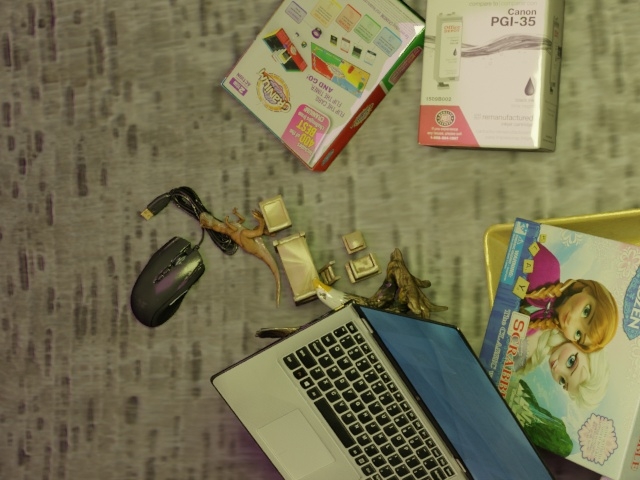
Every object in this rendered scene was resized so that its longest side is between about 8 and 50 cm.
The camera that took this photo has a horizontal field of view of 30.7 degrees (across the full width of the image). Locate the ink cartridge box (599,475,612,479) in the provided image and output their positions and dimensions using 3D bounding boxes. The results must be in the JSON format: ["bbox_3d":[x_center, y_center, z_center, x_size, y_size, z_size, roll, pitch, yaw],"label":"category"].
[{"bbox_3d":[0.493,0.397,1.724,0.168,0.232,0.171,30,101,20],"label":"ink cartridge box"}]

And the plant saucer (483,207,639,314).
[{"bbox_3d":[0.439,0.124,1.829,0.332,0.081,0.333,-6,87,23],"label":"plant saucer"}]

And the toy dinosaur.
[{"bbox_3d":[-0.117,0.004,2.084,0.211,0.064,0.112,39,114,2],"label":"toy dinosaur"}]

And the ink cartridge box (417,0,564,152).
[{"bbox_3d":[0.274,-0.287,1.875,0.207,0.117,0.283,4,92,23],"label":"ink cartridge box"}]

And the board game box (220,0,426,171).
[{"bbox_3d":[0.010,-0.316,2.015,0.242,0.064,0.316,45,106,16],"label":"board game box"}]

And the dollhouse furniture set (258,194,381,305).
[{"bbox_3d":[0.000,0.000,2.027,0.160,0.101,0.182,-20,82,-3],"label":"dollhouse furniture set"}]

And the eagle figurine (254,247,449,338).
[{"bbox_3d":[0.047,0.151,1.915,0.298,0.226,0.225,-45,74,17],"label":"eagle figurine"}]

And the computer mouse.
[{"bbox_3d":[-0.293,0.025,2.149,0.262,0.060,0.184,-45,75,17],"label":"computer mouse"}]

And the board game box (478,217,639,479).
[{"bbox_3d":[0.371,0.148,1.686,0.318,0.065,0.319,16,93,54],"label":"board game box"}]

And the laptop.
[{"bbox_3d":[0.100,0.306,1.715,0.407,0.236,0.382,-29,111,12],"label":"laptop"}]
